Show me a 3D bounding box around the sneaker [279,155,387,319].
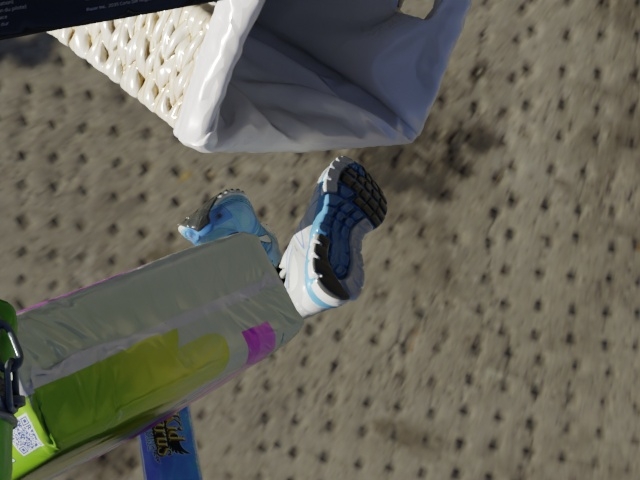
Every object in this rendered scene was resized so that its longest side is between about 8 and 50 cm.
[{"bbox_3d":[0.000,0.000,1.628,0.071,0.191,0.083,41,127,-15],"label":"sneaker"}]

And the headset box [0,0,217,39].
[{"bbox_3d":[-0.124,-0.226,0.941,0.246,0.283,0.131,-11,124,-13],"label":"headset box"}]

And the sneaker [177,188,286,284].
[{"bbox_3d":[-0.065,0.009,1.632,0.063,0.162,0.073,-37,62,9],"label":"sneaker"}]

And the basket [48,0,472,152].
[{"bbox_3d":[-0.036,-0.280,1.722,0.266,0.331,0.328,35,115,34],"label":"basket"}]

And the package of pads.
[{"bbox_3d":[-0.184,0.105,1.312,0.229,0.296,0.101,-31,84,34],"label":"package of pads"}]

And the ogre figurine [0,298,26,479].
[{"bbox_3d":[-0.164,0.096,0.542,0.097,0.197,0.118,-41,73,47],"label":"ogre figurine"}]

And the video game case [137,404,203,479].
[{"bbox_3d":[-0.147,0.273,1.928,0.061,0.269,0.244,-8,139,-6],"label":"video game case"}]
